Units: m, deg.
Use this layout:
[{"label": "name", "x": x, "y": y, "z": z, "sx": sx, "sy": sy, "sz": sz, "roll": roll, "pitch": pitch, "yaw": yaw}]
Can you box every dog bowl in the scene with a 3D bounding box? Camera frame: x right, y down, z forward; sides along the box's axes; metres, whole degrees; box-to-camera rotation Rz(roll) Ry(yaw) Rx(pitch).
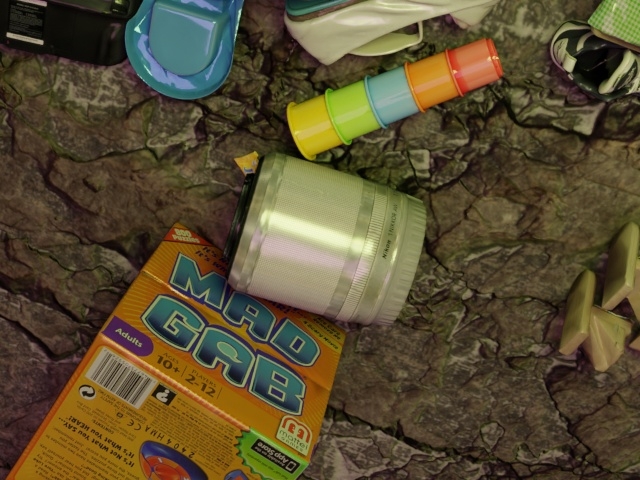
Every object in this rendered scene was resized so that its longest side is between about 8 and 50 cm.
[{"label": "dog bowl", "x": -0.186, "y": -0.357, "z": 1.407, "sx": 0.165, "sy": 0.074, "sz": 0.297, "roll": 17, "pitch": 118, "yaw": 2}]

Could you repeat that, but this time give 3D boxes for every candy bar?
[{"label": "candy bar", "x": -0.086, "y": -0.071, "z": 1.567, "sx": 0.040, "sy": 0.018, "sz": 0.162, "roll": -20, "pitch": 111, "yaw": 20}]

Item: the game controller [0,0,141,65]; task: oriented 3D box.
[{"label": "game controller", "x": -0.432, "y": -0.353, "z": 1.427, "sx": 0.319, "sy": 0.067, "sz": 0.166, "roll": 12, "pitch": 142, "yaw": -11}]

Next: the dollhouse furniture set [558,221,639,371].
[{"label": "dollhouse furniture set", "x": 0.617, "y": 0.053, "z": 1.422, "sx": 0.362, "sy": 0.257, "sz": 0.394, "roll": 25, "pitch": 140, "yaw": -1}]

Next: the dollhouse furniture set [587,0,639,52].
[{"label": "dollhouse furniture set", "x": 0.516, "y": -0.290, "z": 1.176, "sx": 0.301, "sy": 0.151, "sz": 0.198, "roll": 11, "pitch": 111, "yaw": -28}]

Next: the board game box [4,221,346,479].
[{"label": "board game box", "x": -0.222, "y": 0.266, "z": 1.575, "sx": 0.356, "sy": 0.356, "sz": 0.356, "roll": 33, "pitch": 118, "yaw": -7}]

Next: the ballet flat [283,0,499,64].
[{"label": "ballet flat", "x": 0.145, "y": -0.341, "z": 1.335, "sx": 0.400, "sy": 0.139, "sz": 0.139, "roll": -13, "pitch": 114, "yaw": 22}]

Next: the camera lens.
[{"label": "camera lens", "x": 0.000, "y": 0.000, "z": 1.464, "sx": 0.274, "sy": 0.219, "sz": 0.219, "roll": 17, "pitch": 119, "yaw": -5}]

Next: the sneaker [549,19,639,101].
[{"label": "sneaker", "x": 0.430, "y": -0.228, "z": 1.308, "sx": 0.234, "sy": 0.153, "sz": 0.094, "roll": 21, "pitch": 121, "yaw": 0}]

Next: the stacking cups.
[{"label": "stacking cups", "x": 0.109, "y": -0.211, "z": 1.411, "sx": 0.316, "sy": 0.096, "sz": 0.096, "roll": -18, "pitch": 112, "yaw": 20}]
